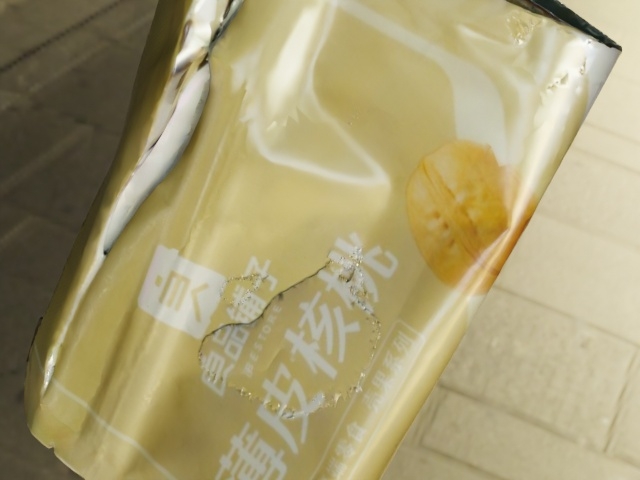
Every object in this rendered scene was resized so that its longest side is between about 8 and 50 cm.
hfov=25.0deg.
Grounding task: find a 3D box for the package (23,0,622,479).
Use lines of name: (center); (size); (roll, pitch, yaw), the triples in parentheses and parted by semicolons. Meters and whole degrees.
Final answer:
package: (-0.030, -0.012, 0.688); (0.165, 0.311, 0.221); (19, 21, -24)
